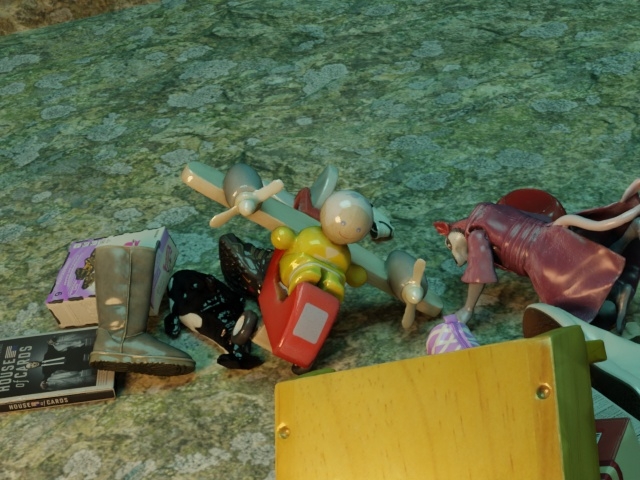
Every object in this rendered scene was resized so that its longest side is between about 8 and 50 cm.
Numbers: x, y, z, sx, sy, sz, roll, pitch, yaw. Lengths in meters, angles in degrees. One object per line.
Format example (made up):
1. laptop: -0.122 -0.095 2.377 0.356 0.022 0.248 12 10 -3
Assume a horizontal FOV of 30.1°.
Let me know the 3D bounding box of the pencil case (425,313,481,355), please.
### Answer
1. pencil case: 0.233 0.207 1.840 0.086 0.088 0.206 -14 33 -15

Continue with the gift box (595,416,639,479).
1. gift box: 0.270 0.380 1.434 0.276 0.258 0.255 -9 26 39

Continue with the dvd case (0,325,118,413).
1. dvd case: -0.459 0.216 2.007 0.238 0.030 0.179 -7 33 -2

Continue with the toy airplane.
1. toy airplane: 0.000 0.000 1.961 0.386 0.272 0.384 -13 65 -44

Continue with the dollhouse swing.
1. dollhouse swing: 0.171 0.255 1.401 0.346 0.305 0.315 -14 65 28

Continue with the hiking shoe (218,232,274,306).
1. hiking shoe: -0.096 0.054 2.150 0.114 0.086 0.227 -19 44 -32

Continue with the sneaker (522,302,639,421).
1. sneaker: 0.421 0.183 1.778 0.123 0.106 0.290 -9 33 -30

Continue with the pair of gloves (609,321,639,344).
1. pair of gloves: 0.450 0.220 1.823 0.240 0.042 0.204 -20 36 -18

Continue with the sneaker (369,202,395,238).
1. sneaker: 0.109 -0.036 2.281 0.043 0.040 0.109 0 34 -19

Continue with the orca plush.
1. orca plush: -0.198 0.113 2.047 0.151 0.102 0.287 -13 34 -9

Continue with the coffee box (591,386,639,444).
1. coffee box: 0.389 0.312 1.608 0.098 0.141 0.246 -23 38 -25

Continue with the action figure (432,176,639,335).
1. action figure: 0.342 0.013 1.950 0.370 0.276 0.248 20 45 29

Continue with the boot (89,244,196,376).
1. boot: -0.292 0.114 1.979 0.189 0.076 0.209 9 63 -11

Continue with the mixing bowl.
1. mixing bowl: 0.376 -0.031 2.163 0.181 0.098 0.181 -6 34 4

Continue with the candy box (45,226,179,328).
1. candy box: -0.369 0.066 2.128 0.196 0.070 0.165 -9 39 19
